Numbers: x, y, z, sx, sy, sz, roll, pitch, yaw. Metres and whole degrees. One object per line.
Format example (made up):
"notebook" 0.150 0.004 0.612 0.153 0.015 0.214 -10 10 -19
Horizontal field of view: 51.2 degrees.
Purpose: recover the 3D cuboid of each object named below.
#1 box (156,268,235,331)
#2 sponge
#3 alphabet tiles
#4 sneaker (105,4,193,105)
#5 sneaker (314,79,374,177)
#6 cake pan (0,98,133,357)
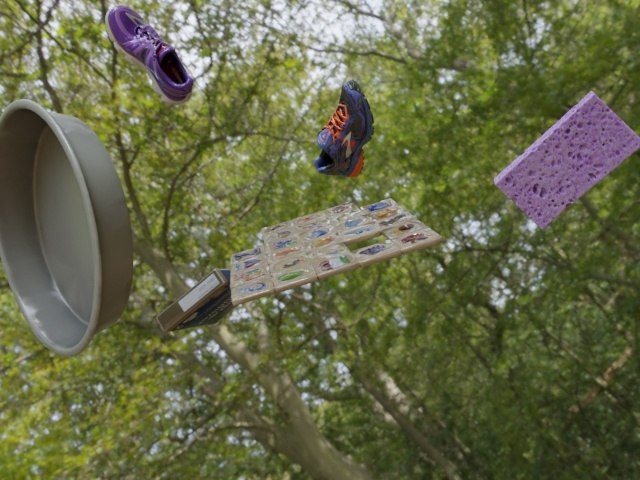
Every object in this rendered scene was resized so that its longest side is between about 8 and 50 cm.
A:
"box" -0.179 0.102 1.190 0.136 0.036 0.225 -39 -11 12
"sponge" 0.403 -0.129 1.094 0.210 0.117 0.031 -44 7 21
"alphabet tiles" 0.000 0.000 0.708 0.198 0.237 0.009 -17 -75 -4
"sneaker" -0.244 -0.283 0.987 0.068 0.170 0.071 -46 8 -28
"sneaker" 0.038 -0.188 1.192 0.087 0.083 0.221 -12 -38 -17
"cake pan" -0.301 -0.014 0.770 0.054 0.293 0.293 -13 -46 -42
